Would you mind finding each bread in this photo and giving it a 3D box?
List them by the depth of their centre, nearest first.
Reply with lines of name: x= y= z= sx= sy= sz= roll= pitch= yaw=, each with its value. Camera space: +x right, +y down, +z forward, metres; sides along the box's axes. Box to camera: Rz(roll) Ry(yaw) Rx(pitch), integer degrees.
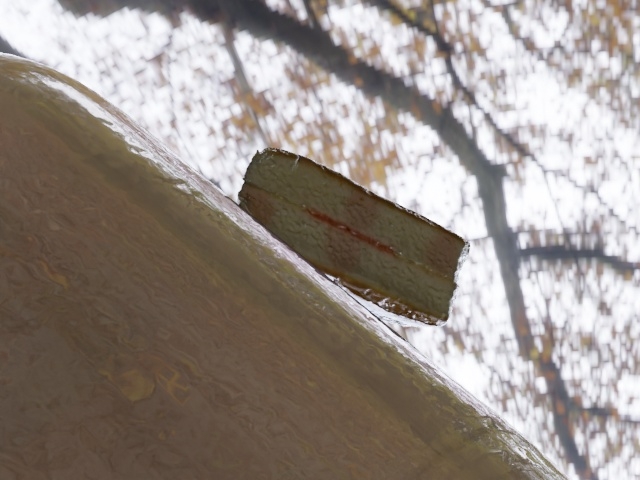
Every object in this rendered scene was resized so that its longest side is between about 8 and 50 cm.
bread: x=0.000 y=0.000 z=0.736 sx=0.062 sy=0.109 sz=0.043 roll=-7 pitch=-118 yaw=55

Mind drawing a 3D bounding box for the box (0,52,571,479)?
box: x=-0.098 y=0.107 z=0.590 sx=0.349 sy=0.141 sz=0.288 roll=39 pitch=-114 yaw=22
